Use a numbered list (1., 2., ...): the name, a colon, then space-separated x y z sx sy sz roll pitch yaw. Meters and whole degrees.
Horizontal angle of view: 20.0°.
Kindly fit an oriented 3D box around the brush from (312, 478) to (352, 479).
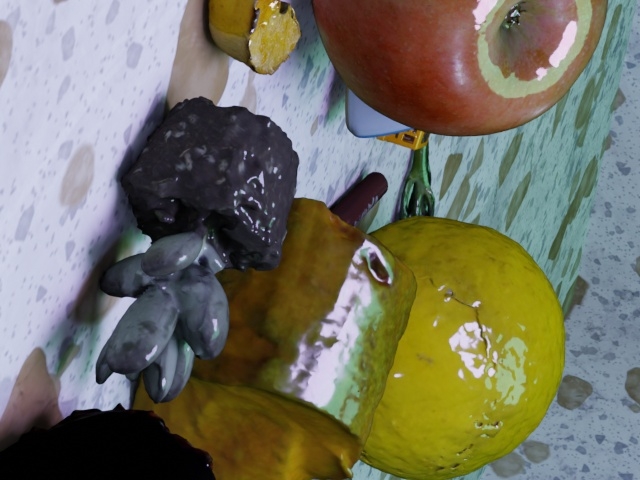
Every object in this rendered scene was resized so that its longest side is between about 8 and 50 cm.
1. brush: -0.070 0.446 2.518 0.327 0.065 0.070 -53 165 -21

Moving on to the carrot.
1. carrot: -0.046 0.113 1.848 0.241 0.242 0.340 57 53 -71

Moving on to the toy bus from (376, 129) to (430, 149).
1. toy bus: 0.124 -0.201 2.321 0.069 0.074 0.162 -26 134 -67

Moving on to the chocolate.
1. chocolate: -0.198 0.239 1.645 0.177 0.224 0.206 -119 -172 -75

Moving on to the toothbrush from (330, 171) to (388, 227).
1. toothbrush: 0.001 0.000 2.225 0.364 0.041 0.040 -46 152 -54

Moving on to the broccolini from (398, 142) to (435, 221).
1. broccolini: 0.144 -0.053 2.593 0.091 0.068 0.202 -26 136 -41

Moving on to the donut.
1. donut: -0.051 -0.245 1.694 0.146 0.078 0.181 -35 148 -63

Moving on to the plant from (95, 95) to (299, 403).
1. plant: -0.124 0.012 1.636 0.146 0.149 0.274 41 66 -56

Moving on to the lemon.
1. lemon: 0.150 0.136 2.349 0.387 0.350 0.349 -14 123 -63

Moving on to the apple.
1. apple: 0.149 -0.265 1.882 0.319 0.277 0.319 -22 124 -36

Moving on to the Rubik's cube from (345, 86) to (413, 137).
1. Rubik's cube: 0.103 -0.217 2.156 0.254 0.254 0.254 20 90 -74
